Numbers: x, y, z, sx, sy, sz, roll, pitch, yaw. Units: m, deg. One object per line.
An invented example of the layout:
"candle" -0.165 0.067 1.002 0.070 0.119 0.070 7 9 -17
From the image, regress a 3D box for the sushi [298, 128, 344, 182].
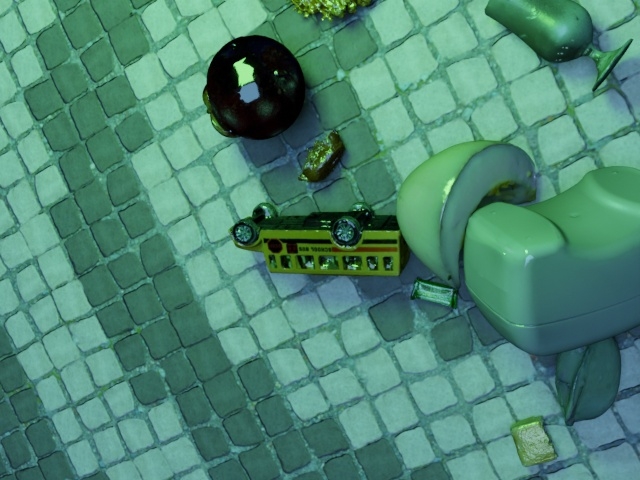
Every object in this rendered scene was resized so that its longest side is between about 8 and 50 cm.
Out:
"sushi" 0.000 -0.158 1.426 0.060 0.061 0.118 40 88 18

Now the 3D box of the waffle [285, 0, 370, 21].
"waffle" 0.016 -0.503 1.362 0.193 0.070 0.197 11 101 16

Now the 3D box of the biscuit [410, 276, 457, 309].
"biscuit" 0.217 0.099 1.407 0.089 0.016 0.046 13 103 17

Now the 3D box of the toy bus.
"toy bus" 0.000 0.000 1.414 0.335 0.121 0.123 0 109 18

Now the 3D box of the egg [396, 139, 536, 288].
"egg" 0.224 -0.072 1.290 0.161 0.206 0.271 20 68 47

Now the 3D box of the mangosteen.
"mangosteen" -0.135 -0.274 1.397 0.230 0.194 0.194 -28 88 47

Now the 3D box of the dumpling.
"dumpling" 0.447 0.237 1.289 0.105 0.149 0.217 34 120 54

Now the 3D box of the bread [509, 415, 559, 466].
"bread" 0.392 0.372 1.378 0.070 0.035 0.083 -26 82 19

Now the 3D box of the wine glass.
"wine glass" 0.391 -0.354 1.240 0.231 0.103 0.103 40 108 12

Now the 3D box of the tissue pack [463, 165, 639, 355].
"tissue pack" 0.407 0.044 1.182 0.333 0.229 0.236 -18 117 -10
